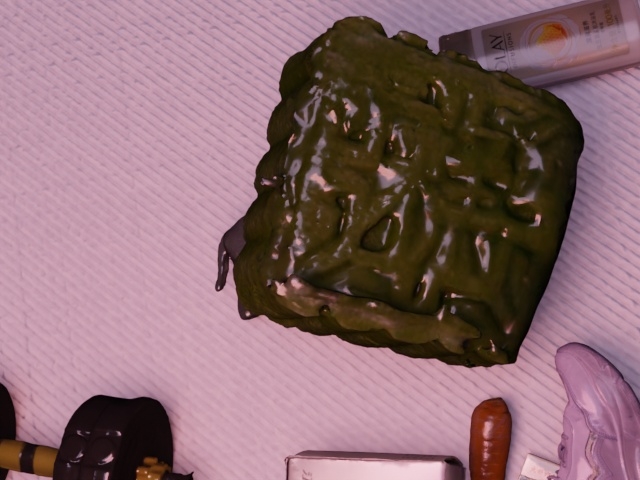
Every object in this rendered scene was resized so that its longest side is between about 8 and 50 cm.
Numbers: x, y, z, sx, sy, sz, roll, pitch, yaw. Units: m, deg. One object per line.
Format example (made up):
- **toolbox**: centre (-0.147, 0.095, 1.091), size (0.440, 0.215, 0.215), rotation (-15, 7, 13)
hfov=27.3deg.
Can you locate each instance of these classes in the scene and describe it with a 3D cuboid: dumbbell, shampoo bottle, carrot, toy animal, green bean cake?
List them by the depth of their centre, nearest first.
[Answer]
- **green bean cake**: centre (0.088, -0.046, 1.370), size (0.335, 0.218, 0.319), rotation (14, 81, -16)
- **carrot**: centre (0.181, 0.278, 1.434), size (0.048, 0.048, 0.216), rotation (3, 87, 16)
- **shampoo bottle**: centre (0.251, -0.217, 1.496), size (0.227, 0.056, 0.086), rotation (-11, 77, 13)
- **dumbbell**: centre (-0.328, 0.249, 1.505), size (0.388, 0.185, 0.185), rotation (7, 82, 16)
- **toy animal**: centre (0.005, 0.008, 1.508), size (0.269, 0.082, 0.137), rotation (-17, 78, 3)

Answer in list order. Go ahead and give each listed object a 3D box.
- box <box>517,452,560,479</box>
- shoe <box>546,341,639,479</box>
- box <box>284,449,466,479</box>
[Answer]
- **box**: centre (0.236, 0.278, 1.428), size (0.054, 0.024, 0.083), rotation (20, 86, 19)
- **shoe**: centre (0.287, 0.231, 1.378), size (0.137, 0.095, 0.245), rotation (-26, 80, -3)
- **box**: centre (0.056, 0.392, 1.394), size (0.173, 0.145, 0.333), rotation (-1, 79, 17)
